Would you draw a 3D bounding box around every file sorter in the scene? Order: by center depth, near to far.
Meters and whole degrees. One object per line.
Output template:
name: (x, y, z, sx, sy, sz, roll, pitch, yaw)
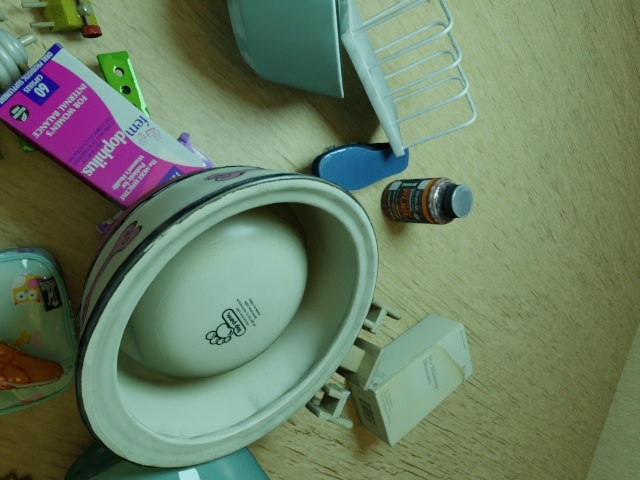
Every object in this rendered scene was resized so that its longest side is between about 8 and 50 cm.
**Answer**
file sorter: (0.169, -0.347, 0.780, 0.278, 0.173, 0.193, 51, 29, -43)

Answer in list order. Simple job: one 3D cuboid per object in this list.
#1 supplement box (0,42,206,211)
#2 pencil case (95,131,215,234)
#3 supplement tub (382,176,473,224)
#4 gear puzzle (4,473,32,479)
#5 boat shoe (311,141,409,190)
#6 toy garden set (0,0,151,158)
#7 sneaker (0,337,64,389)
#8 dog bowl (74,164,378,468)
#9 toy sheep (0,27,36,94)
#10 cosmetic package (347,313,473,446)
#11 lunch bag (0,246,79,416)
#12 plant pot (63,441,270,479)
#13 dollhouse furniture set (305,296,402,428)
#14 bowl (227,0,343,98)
supplement box: (-0.279, -0.123, 0.544, 0.220, 0.114, 0.111, 39, 74, -19)
pencil case: (-0.259, -0.070, 0.655, 0.206, 0.086, 0.088, -55, 143, -17)
supplement tub: (0.240, -0.089, 0.923, 0.106, 0.197, 0.106, -3, 96, -33)
gear puzzle: (-0.412, 0.496, 0.638, 0.175, 0.044, 0.339, -30, 111, -28)
boat shoe: (0.079, -0.159, 0.879, 0.258, 0.089, 0.109, -10, 113, -38)
toy garden set: (-0.397, -0.236, 0.573, 0.244, 0.049, 0.204, -24, 110, -29)
sneaker: (-0.391, 0.132, 0.476, 0.175, 0.064, 0.068, 28, 71, -37)
dog bowl: (-0.115, 0.084, 0.554, 0.407, 0.150, 0.408, -24, 130, -32)
toy sheep: (-0.402, -0.213, 0.493, 0.091, 0.091, 0.132, 54, 53, -26)
cosmetic package: (0.228, 0.331, 1.012, 0.309, 0.113, 0.160, -27, 109, -28)
lunch bag: (-0.465, 0.134, 0.527, 0.279, 0.107, 0.224, -13, 102, -32)
plant pot: (-0.232, 0.388, 0.615, 0.293, 0.293, 0.235, -29, 97, -28)
dollhouse furniture set: (0.039, 0.215, 0.793, 0.161, 0.242, 0.212, 34, 77, -32)
bowl: (-0.052, -0.387, 0.668, 0.163, 0.311, 0.312, -5, 100, 6)
